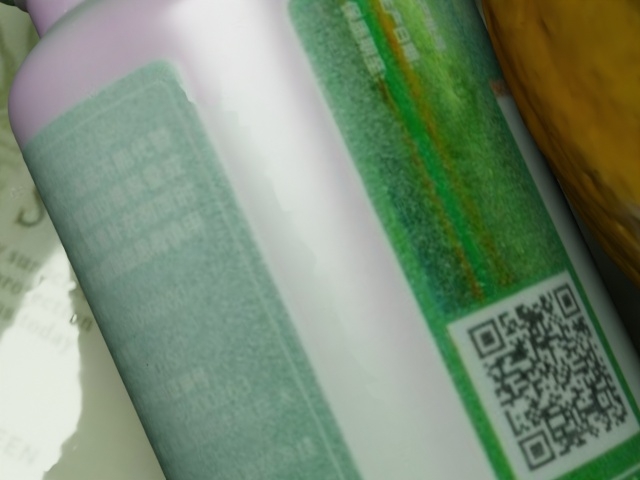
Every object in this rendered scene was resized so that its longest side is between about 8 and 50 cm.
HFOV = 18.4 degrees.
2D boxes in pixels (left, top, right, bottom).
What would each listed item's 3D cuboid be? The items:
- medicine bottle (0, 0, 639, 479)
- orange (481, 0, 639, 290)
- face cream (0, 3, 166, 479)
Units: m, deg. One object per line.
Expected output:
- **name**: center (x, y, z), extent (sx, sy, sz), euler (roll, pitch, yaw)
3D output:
- **medicine bottle**: center (0.000, 0.000, 0.539), extent (0.133, 0.133, 0.274), euler (-25, 88, 1)
- **orange**: center (0.178, -0.064, 0.498), extent (0.274, 0.310, 0.274), euler (-16, 61, 30)
- **face cream**: center (-0.083, -0.013, 0.643), extent (0.173, 0.081, 0.348), euler (25, 74, 16)
